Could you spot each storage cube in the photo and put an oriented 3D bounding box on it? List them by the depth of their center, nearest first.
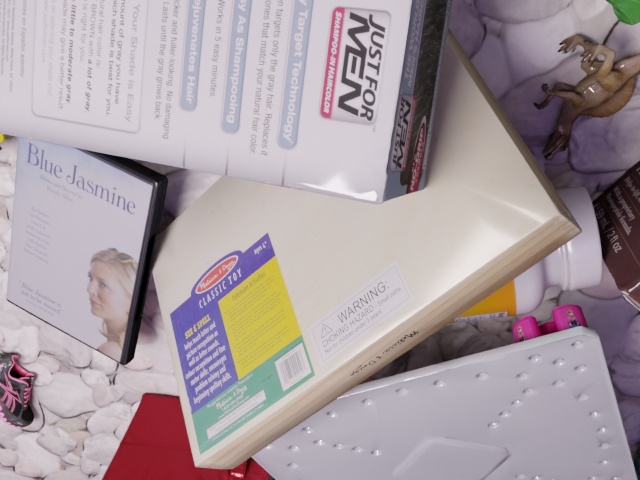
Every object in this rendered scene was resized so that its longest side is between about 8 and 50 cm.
[{"bbox_3d":[-0.160,0.331,0.928,0.193,0.183,0.214,7,120,3],"label":"storage cube"}]

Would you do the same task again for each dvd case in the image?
[{"bbox_3d":[-0.269,0.005,0.815,0.180,0.022,0.253,26,120,13],"label":"dvd case"}]

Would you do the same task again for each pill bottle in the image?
[{"bbox_3d":[0.149,0.014,0.742,0.246,0.136,0.136,-9,118,11],"label":"pill bottle"}]

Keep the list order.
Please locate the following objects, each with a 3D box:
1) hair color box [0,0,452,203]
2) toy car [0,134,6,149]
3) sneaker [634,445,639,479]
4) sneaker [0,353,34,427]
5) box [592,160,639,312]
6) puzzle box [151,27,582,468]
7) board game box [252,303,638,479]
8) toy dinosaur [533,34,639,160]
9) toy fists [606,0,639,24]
[{"bbox_3d":[-0.094,-0.156,0.594,0.375,0.114,0.185,12,103,22],"label":"hair color box"},{"bbox_3d":[-0.443,-0.060,0.810,0.239,0.053,0.224,4,120,5],"label":"toy car"},{"bbox_3d":[0.455,0.295,0.919,0.098,0.083,0.223,1,126,-19],"label":"sneaker"},{"bbox_3d":[-0.401,0.197,0.960,0.057,0.047,0.119,-16,118,1],"label":"sneaker"},{"bbox_3d":[0.394,-0.010,0.685,0.167,0.168,0.203,36,116,-14],"label":"box"},{"bbox_3d":[0.000,0.000,0.686,0.409,0.272,0.052,-38,143,24],"label":"puzzle box"},{"bbox_3d":[0.150,0.244,0.858,0.390,0.050,0.390,-18,134,16],"label":"board game box"},{"bbox_3d":[0.271,-0.156,0.693,0.093,0.053,0.183,31,126,-29],"label":"toy dinosaur"},{"bbox_3d":[0.302,-0.312,0.569,0.279,0.096,0.142,-39,119,22],"label":"toy fists"}]
